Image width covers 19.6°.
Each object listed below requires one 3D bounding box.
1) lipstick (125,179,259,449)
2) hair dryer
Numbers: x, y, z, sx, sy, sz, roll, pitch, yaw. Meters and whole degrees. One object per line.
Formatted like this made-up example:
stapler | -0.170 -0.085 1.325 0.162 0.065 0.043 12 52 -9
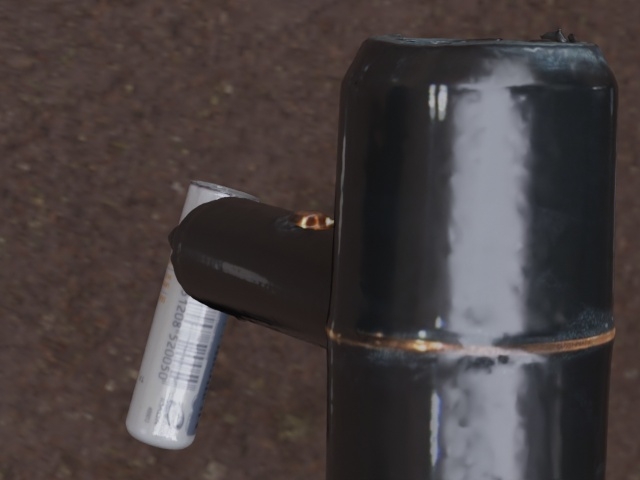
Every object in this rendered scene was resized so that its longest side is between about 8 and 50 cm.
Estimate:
lipstick | -0.069 0.040 0.985 0.040 0.040 0.141 11 96 -41
hair dryer | 0.000 0.000 0.786 0.107 0.352 0.189 -2 98 -26
